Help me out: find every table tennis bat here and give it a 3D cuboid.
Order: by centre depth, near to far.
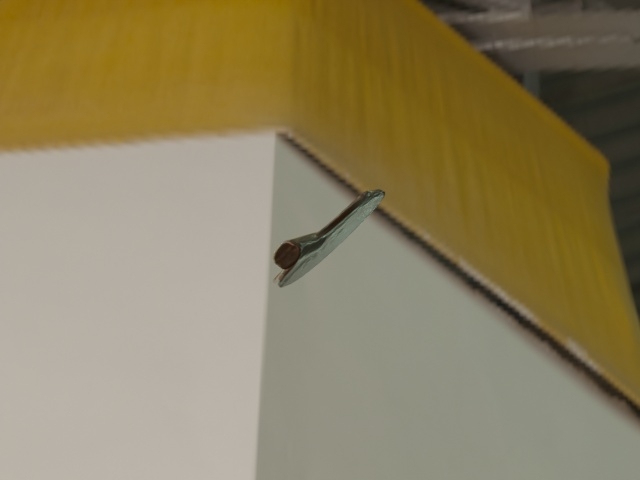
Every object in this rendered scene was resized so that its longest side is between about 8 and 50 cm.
[{"bbox_3d":[0.000,0.000,1.499,0.131,0.234,0.022,-44,-95,13],"label":"table tennis bat"}]
